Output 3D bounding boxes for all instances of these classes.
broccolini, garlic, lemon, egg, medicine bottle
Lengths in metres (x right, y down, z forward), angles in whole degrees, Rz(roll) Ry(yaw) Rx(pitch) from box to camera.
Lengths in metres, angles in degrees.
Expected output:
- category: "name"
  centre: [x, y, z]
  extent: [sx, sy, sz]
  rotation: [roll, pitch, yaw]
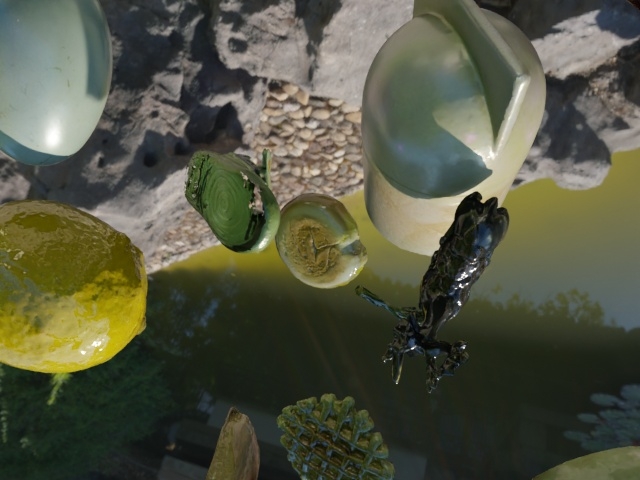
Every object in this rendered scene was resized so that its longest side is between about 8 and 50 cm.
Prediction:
- category: "broccolini"
  centre: [0.106, 0.095, 0.747]
  extent: [0.140, 0.035, 0.030]
  rotation: [34, 177, -29]
- category: "garlic"
  centre: [-0.163, 0.425, 0.978]
  extent: [0.087, 0.195, 0.101]
  rotation: [0, 136, 14]
- category: "lemon"
  centre: [-0.378, 0.063, 0.722]
  extent: [0.288, 0.233, 0.233]
  rotation: [29, 144, -18]
- category: "egg"
  centre: [-0.360, -0.227, 0.654]
  extent: [0.183, 0.183, 0.264]
  rotation: [8, 105, 17]
- category: "medicine bottle"
  centre: [0.174, -0.162, 0.722]
  extent: [0.236, 0.235, 0.406]
  rotation: [13, 157, 10]

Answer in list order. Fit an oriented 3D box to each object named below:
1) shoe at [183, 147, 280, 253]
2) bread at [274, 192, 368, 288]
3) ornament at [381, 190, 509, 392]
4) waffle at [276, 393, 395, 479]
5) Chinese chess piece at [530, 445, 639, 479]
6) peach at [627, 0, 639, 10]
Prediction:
- category: "shoe"
  centre: [-0.140, -0.086, 0.881]
  extent: [0.262, 0.128, 0.140]
  rotation: [32, 127, 41]
- category: "bread"
  centre: [0.000, 0.000, 1.094]
  extent: [0.213, 0.105, 0.213]
  rotation: [10, 119, 19]
- category: "ornament"
  centre: [0.147, 0.063, 0.591]
  extent: [0.080, 0.236, 0.202]
  rotation: [28, 121, 12]
- category: "waffle"
  centre: [0.018, 0.307, 0.761]
  extent: [0.183, 0.036, 0.169]
  rotation: [-30, 88, 33]
- category: "Chinese chess piece"
  centre: [0.266, 0.269, 0.481]
  extent: [0.188, 0.083, 0.188]
  rotation: [-4, 129, -5]
- category: "peach"
  centre: [0.396, -0.172, 0.322]
  extent: [0.361, 0.258, 0.201]
  rotation: [50, 158, 5]
